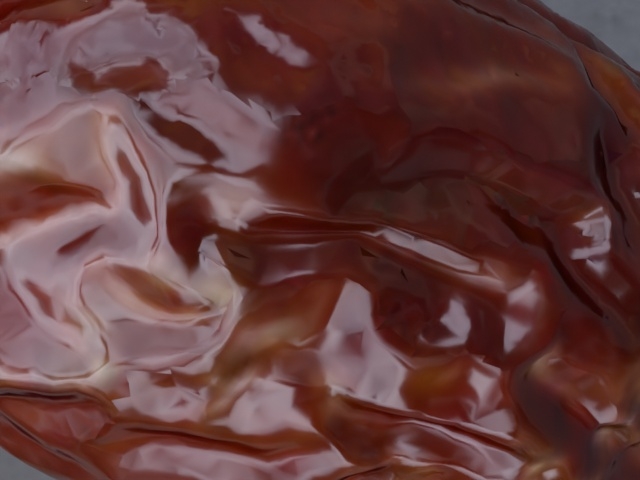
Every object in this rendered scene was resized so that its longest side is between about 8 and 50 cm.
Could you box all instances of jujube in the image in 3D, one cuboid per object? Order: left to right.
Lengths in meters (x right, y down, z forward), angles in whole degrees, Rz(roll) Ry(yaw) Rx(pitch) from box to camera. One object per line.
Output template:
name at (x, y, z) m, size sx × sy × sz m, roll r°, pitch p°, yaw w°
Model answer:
jujube at (0.000, 0.000, 0.496) m, size 0.174 × 0.250 × 0.174 m, roll -52°, pitch 25°, yaw 37°
